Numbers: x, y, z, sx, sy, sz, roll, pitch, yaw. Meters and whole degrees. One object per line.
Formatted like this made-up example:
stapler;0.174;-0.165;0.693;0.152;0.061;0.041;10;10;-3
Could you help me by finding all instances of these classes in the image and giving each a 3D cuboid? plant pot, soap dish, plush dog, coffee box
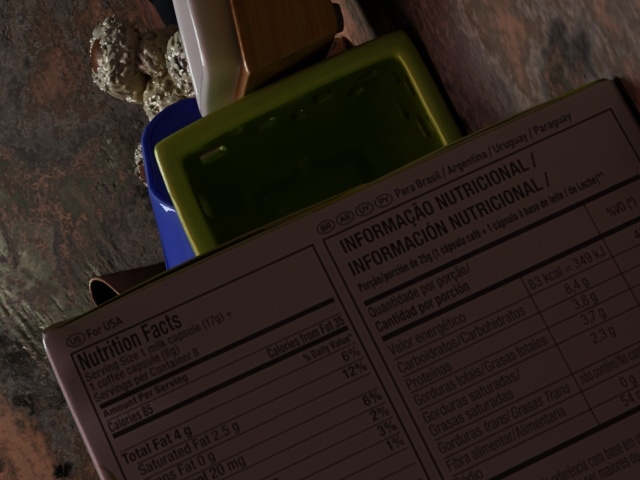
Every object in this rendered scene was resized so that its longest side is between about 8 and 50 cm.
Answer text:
plant pot;0.012;-0.018;1.142;0.207;0.227;0.228;135;110;-88
soap dish;-0.071;-0.254;1.123;0.229;0.118;0.291;130;128;-82
plush dog;-0.143;-0.211;1.742;0.225;0.210;0.262;-40;69;44
coffee box;0.071;0.158;0.824;0.334;0.338;0.337;63;172;12

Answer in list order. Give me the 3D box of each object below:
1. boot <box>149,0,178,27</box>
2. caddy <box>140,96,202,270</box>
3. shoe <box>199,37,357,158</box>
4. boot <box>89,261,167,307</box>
boot;-0.169;-0.278;1.988;0.246;0.094;0.207;68;179;-81
caddy;-0.053;-0.033;1.405;0.341;0.241;0.179;-110;6;-60
shoe;-0.048;-0.110;1.283;0.076;0.219;0.058;23;146;54
boot;-0.067;0.050;1.488;0.264;0.280;0.096;19;107;27
